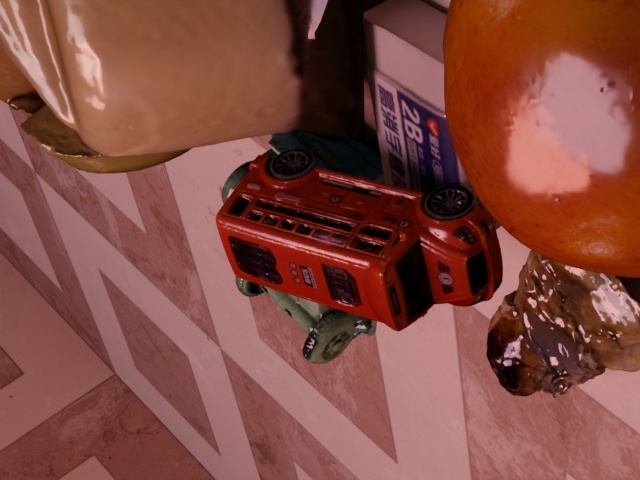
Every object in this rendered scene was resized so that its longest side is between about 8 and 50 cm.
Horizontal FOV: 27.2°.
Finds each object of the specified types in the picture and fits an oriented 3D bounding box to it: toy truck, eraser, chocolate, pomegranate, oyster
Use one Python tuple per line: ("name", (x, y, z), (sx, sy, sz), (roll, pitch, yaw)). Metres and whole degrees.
("toy truck", (0.035, 0.005, 1.204), (0.253, 0.114, 0.107), (16, 141, 31))
("toy truck", (0.000, 0.000, 1.450), (0.155, 0.156, 0.279), (43, 156, 30))
("eraser", (0.104, -0.107, 1.194), (0.124, 0.068, 0.210), (40, 153, 41))
("chocolate", (-0.145, -0.213, 1.210), (0.326, 0.297, 0.314), (52, 159, 37))
("pomegranate", (0.201, -0.108, 0.761), (0.264, 0.264, 0.264), (45, 156, 26))
("oyster", (0.214, 0.079, 1.168), (0.161, 0.107, 0.233), (58, 163, 13))

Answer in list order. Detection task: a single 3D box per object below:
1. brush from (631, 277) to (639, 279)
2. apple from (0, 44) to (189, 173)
("brush", (0.228, -0.051, 1.080), (0.063, 0.016, 0.193), (18, 138, 59))
("apple", (-0.231, -0.219, 1.473), (0.295, 0.258, 0.233), (47, -177, -4))
